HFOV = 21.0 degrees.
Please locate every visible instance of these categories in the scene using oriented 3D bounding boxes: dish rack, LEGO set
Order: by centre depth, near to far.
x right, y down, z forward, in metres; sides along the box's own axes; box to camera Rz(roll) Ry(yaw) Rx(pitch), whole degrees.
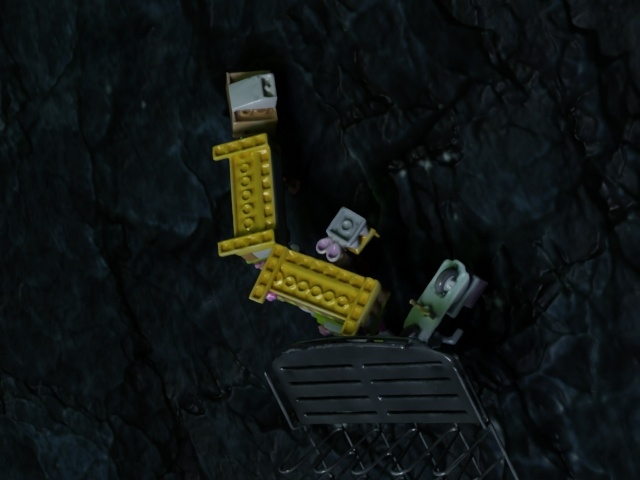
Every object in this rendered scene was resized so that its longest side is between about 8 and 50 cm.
[{"bbox_3d":[0.064,0.192,1.254,0.208,0.074,0.271,-7,117,42],"label":"dish rack"},{"bbox_3d":[0.000,0.000,1.328,0.132,0.107,0.287,-45,59,1],"label":"LEGO set"}]
